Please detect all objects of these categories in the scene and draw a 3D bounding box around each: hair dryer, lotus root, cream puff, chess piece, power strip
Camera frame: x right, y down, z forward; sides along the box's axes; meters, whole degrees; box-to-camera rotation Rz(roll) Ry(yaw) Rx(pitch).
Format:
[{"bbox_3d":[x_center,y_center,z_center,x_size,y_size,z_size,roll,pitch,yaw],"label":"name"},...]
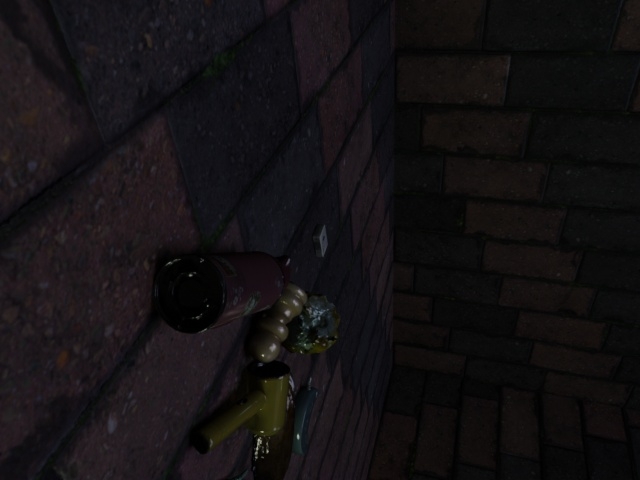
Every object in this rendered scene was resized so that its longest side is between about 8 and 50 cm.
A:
[{"bbox_3d":[-0.151,0.340,0.966,0.278,0.090,0.135,-14,112,-66],"label":"hair dryer"},{"bbox_3d":[-0.096,0.465,1.192,0.167,0.078,0.330,-30,125,-68],"label":"lotus root"},{"bbox_3d":[-0.032,0.204,1.214,0.121,0.156,0.156,-5,102,-57],"label":"cream puff"},{"bbox_3d":[-0.100,0.174,1.058,0.094,0.094,0.171,75,34,-53],"label":"chess piece"},{"bbox_3d":[-0.047,0.499,1.429,0.137,0.044,0.216,53,47,-66],"label":"power strip"}]

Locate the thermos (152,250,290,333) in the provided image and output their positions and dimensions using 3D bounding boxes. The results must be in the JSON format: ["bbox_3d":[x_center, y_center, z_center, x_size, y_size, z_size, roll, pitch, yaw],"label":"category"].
[{"bbox_3d":[-0.136,0.086,0.835,0.330,0.109,0.137,0,96,-74],"label":"thermos"}]

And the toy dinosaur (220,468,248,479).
[{"bbox_3d":[-0.196,0.484,0.848,0.383,0.076,0.130,71,6,-70],"label":"toy dinosaur"}]

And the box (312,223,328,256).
[{"bbox_3d":[0.000,0.000,1.421,0.083,0.024,0.054,81,24,-46],"label":"box"}]
